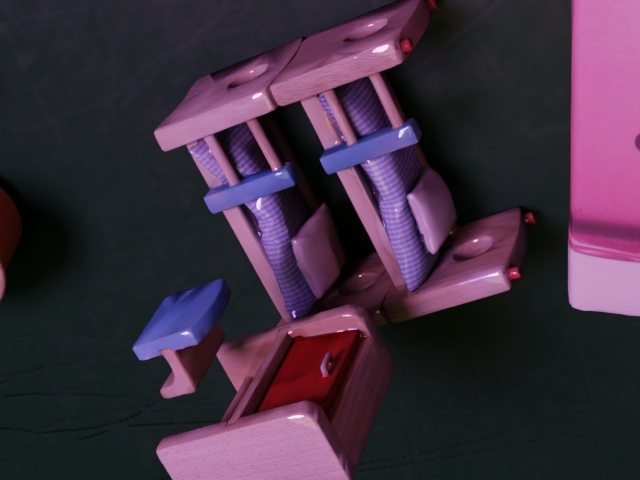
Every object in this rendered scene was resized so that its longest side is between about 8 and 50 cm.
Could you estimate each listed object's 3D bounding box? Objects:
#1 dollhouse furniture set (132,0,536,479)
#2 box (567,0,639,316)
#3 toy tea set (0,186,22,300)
[{"bbox_3d":[0.000,0.000,0.585,0.129,0.184,0.129,-18,112,25],"label":"dollhouse furniture set"},{"bbox_3d":[0.167,-0.087,0.480,0.148,0.127,0.232,5,138,14],"label":"box"},{"bbox_3d":[-0.308,-0.055,0.673,0.336,0.124,0.200,20,130,5],"label":"toy tea set"}]
